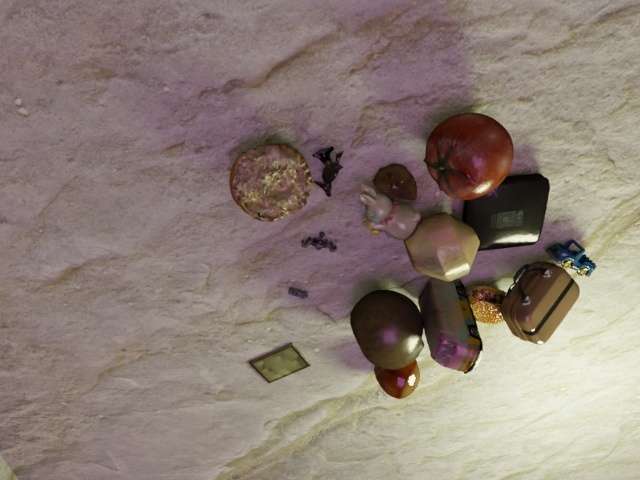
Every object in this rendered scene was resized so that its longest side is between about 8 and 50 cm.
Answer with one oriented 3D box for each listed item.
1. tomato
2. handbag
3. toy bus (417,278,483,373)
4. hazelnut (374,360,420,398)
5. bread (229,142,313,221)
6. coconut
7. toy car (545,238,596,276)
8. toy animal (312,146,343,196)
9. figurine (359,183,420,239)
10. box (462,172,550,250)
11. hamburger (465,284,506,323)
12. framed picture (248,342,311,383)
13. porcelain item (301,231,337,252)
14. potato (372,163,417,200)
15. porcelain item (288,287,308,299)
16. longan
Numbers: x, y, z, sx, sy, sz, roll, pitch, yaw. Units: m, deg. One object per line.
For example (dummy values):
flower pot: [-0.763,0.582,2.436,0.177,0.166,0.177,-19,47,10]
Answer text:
tomato: [0.462,-0.265,1.497,0.265,0.265,0.265,-2,125,-2]
handbag: [0.821,0.214,1.849,0.302,0.149,0.283,-47,114,-10]
toy bus: [0.476,0.315,1.823,0.162,0.386,0.171,9,123,-4]
hazelnut: [0.333,0.589,2.132,0.214,0.176,0.214,9,114,21]
bread: [-0.158,-0.195,1.570,0.274,0.149,0.274,-1,119,-2]
coconut: [0.431,0.024,1.708,0.259,0.259,0.259,-2,125,-2]
toy car: [0.965,0.061,1.845,0.191,0.097,0.100,21,115,-18]
toy animal: [0.029,-0.226,1.608,0.105,0.070,0.202,33,138,26]
figurine: [0.208,-0.096,1.675,0.235,0.127,0.155,27,155,-16]
box: [0.653,-0.095,1.733,0.289,0.073,0.290,-7,125,2]
hamburger: [0.666,0.259,1.954,0.210,0.116,0.173,17,124,-13]
framed picture: [-0.180,0.554,2.172,0.231,0.010,0.173,-25,123,13]
porcelain item: [0.000,0.000,1.791,0.136,0.021,0.075,9,120,-10]
potato: [0.274,-0.190,1.633,0.172,0.089,0.100,18,119,-14]
porcelain item: [-0.086,0.212,1.930,0.083,0.028,0.036,21,138,-19]
longan: [0.261,0.346,1.892,0.288,0.288,0.350,-12,122,5]
